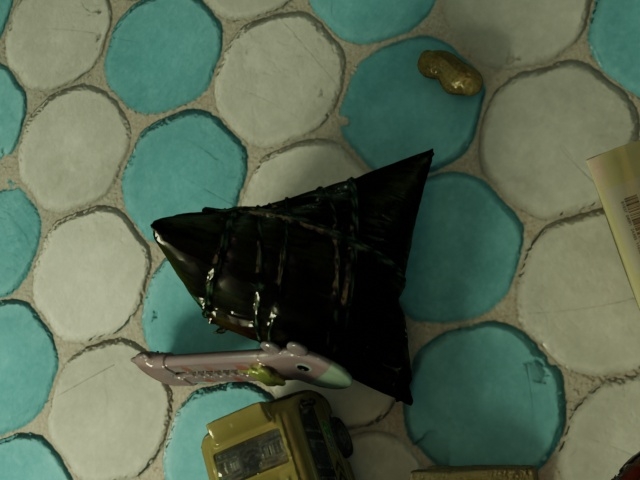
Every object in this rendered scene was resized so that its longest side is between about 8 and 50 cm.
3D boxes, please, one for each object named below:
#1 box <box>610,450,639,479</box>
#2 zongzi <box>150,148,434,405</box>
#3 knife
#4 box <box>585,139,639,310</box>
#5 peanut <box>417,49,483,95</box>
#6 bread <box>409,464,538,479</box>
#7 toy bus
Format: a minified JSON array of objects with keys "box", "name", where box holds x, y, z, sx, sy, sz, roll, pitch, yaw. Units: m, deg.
[{"box":[0.378,0.450,1.109,0.257,0.318,0.348,22,108,26],"name":"box"},{"box":[0.000,0.000,1.489,0.383,0.319,0.362,18,75,7],"name":"zongzi"},{"box":[-0.125,0.184,1.492,0.398,0.132,0.038,-7,52,44],"name":"knife"},{"box":[0.420,-0.003,1.329,0.095,0.168,0.212,-20,70,15],"name":"box"},{"box":[0.189,-0.246,1.549,0.113,0.054,0.054,36,92,28],"name":"peanut"},{"box":[0.203,0.332,1.373,0.152,0.105,0.077,-7,81,21],"name":"bread"},{"box":[-0.028,0.383,1.402,0.177,0.202,0.365,-26,68,15],"name":"toy bus"}]
